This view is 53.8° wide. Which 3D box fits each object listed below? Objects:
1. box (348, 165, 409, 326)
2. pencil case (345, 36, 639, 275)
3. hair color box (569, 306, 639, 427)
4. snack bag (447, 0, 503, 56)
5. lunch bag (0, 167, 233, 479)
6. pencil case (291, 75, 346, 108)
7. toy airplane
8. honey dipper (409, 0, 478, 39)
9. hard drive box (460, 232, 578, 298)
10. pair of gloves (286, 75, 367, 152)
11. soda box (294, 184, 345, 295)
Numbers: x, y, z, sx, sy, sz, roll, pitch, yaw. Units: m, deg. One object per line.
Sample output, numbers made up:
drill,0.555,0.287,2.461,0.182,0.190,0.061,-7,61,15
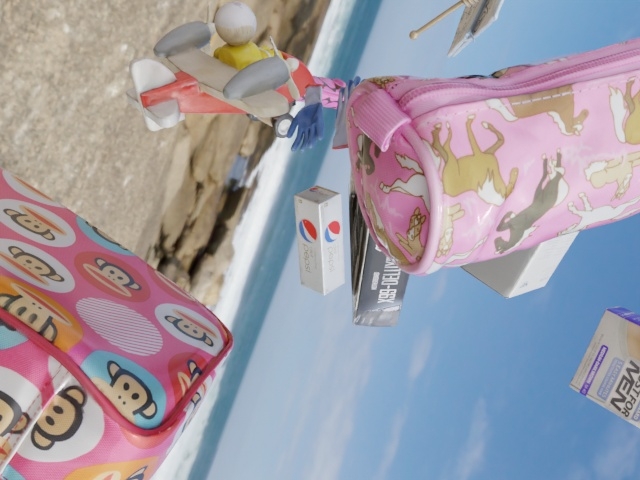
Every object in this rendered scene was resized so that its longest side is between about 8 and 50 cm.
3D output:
box,0.093,-0.055,1.012,0.242,0.076,0.307,95,-3,-50
pencil case,0.212,-0.088,0.516,0.160,0.386,0.167,-149,-137,-73
hair color box,0.682,0.285,1.207,0.110,0.339,0.185,2,112,-49
snack bag,0.492,-0.732,1.863,0.342,0.037,0.323,179,-66,-82
lunch bag,-0.211,0.044,0.464,0.120,0.293,0.258,-55,180,12
pencil case,-0.009,-0.393,1.658,0.209,0.098,0.095,-9,103,-51
toy airplane,-0.216,-0.362,1.321,0.384,0.386,0.272,-69,173,-64
honey dipper,0.230,-0.420,1.170,0.160,0.030,0.030,-24,-148,36
hard drive box,0.335,-0.038,0.953,0.181,0.089,0.232,-3,124,-54
pair of gloves,0.017,-0.252,1.263,0.023,0.198,0.159,27,69,-50
soda box,0.000,0.000,1.311,0.069,0.074,0.216,-29,128,-38
